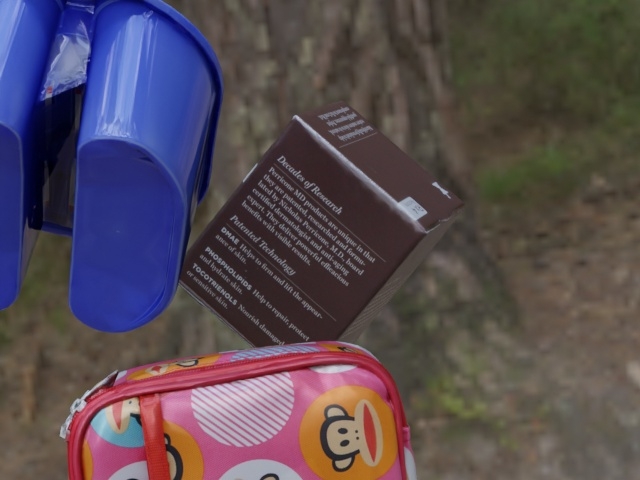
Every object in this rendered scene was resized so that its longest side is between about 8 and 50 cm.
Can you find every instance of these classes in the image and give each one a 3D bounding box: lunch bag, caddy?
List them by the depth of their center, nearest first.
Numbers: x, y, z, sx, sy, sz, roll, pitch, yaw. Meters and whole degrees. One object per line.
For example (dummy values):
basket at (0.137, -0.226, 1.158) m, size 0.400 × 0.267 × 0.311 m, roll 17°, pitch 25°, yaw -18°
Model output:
lunch bag at (-0.060, 0.217, 1.297) m, size 0.258 × 0.293 × 0.120 m, roll -8°, pitch 3°, yaw -4°
caddy at (-0.207, -0.077, 1.619) m, size 0.241 × 0.341 × 0.179 m, roll 9°, pitch 54°, yaw -4°

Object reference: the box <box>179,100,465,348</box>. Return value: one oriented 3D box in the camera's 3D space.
box at (0.000, 0.000, 1.902) m, size 0.167 × 0.203 × 0.168 m, roll 41°, pitch 17°, yaw 7°
